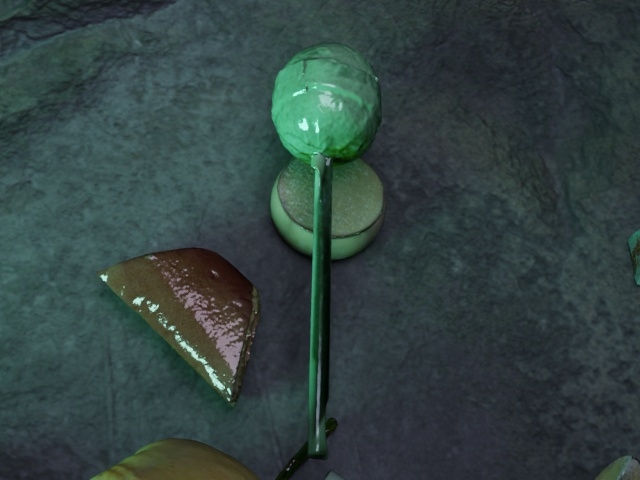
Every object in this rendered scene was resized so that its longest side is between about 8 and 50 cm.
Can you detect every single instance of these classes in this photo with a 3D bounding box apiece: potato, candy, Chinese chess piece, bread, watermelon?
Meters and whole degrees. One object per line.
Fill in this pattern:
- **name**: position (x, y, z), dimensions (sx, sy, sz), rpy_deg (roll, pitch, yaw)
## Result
- **potato**: position (0.280, 0.253, 1.466), dimensions (0.037, 0.036, 0.093), rpy_deg (40, 74, -27)
- **candy**: position (0.000, 0.000, 1.478), dimensions (0.119, 0.119, 0.440), rpy_deg (6, 63, -6)
- **Chinese chess piece**: position (0.008, -0.038, 1.585), dimensions (0.122, 0.051, 0.122), rpy_deg (4, 57, -6)
- **bread**: position (-0.116, 0.064, 1.489), dimensions (0.192, 0.067, 0.119), rpy_deg (41, 61, 15)
- **watermelon**: position (0.356, 0.023, 1.607), dimensions (0.085, 0.085, 0.061), rpy_deg (35, 94, 12)

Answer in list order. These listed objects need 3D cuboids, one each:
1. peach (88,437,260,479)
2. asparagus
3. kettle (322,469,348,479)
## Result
- **peach**: position (-0.118, 0.286, 1.272), dimensions (0.232, 0.232, 0.233), rpy_deg (5, 58, -7)
- **asparagus**: position (-0.034, 0.227, 1.433), dimensions (0.016, 0.016, 0.163), rpy_deg (44, 59, -5)
- **kettle**: position (0.040, 0.295, 1.359), dimensions (0.148, 0.098, 0.127), rpy_deg (31, 53, 5)
